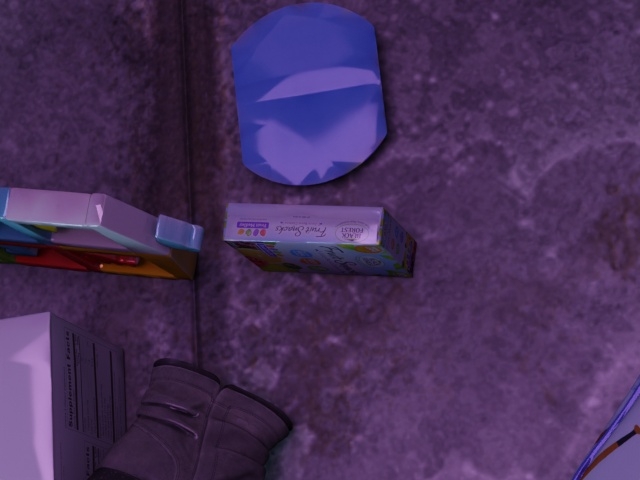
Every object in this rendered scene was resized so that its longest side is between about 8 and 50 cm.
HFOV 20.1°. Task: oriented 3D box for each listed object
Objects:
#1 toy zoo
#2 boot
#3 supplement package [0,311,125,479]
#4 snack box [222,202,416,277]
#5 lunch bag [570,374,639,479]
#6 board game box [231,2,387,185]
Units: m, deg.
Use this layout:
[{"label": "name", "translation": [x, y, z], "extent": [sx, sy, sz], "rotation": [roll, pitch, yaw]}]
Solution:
[{"label": "toy zoo", "translation": [-0.236, -0.008, 1.575], "extent": [0.293, 0.192, 0.030], "rotation": [5, 77, 21]}, {"label": "boot", "translation": [-0.062, 0.206, 1.502], "extent": [0.246, 0.083, 0.161], "rotation": [32, 59, 2]}, {"label": "supplement package", "translation": [-0.316, 0.192, 1.571], "extent": [0.262, 0.145, 0.204], "rotation": [-10, 72, 17]}, {"label": "snack box", "translation": [0.000, 0.000, 1.537], "extent": [0.141, 0.100, 0.037], "rotation": [2, 75, 20]}, {"label": "lunch bag", "translation": [0.335, 0.200, 1.325], "extent": [0.303, 0.115, 0.243], "rotation": [35, 95, 40]}, {"label": "board game box", "translation": [-0.007, -0.128, 1.617], "extent": [0.133, 0.033, 0.168], "rotation": [-10, 76, 12]}]
